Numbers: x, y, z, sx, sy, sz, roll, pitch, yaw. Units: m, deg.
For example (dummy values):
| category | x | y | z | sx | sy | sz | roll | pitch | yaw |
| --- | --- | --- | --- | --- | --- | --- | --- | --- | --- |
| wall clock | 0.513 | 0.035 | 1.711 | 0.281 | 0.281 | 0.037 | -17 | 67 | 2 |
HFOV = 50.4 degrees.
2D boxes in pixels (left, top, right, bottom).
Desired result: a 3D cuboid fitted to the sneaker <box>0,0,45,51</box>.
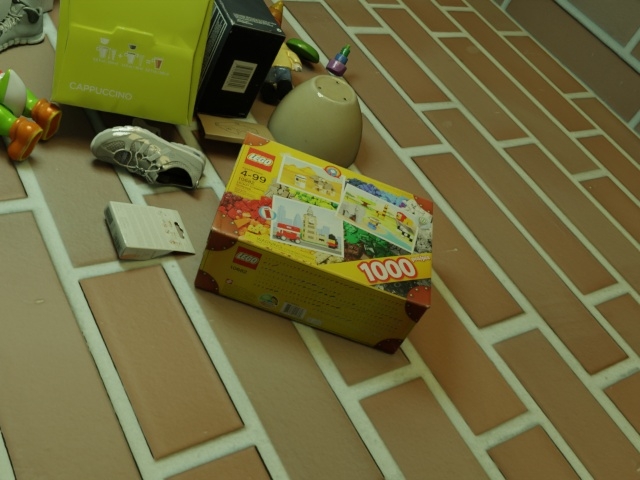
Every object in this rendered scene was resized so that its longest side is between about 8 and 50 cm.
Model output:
| category | x | y | z | sx | sy | sz | roll | pitch | yaw |
| --- | --- | --- | --- | --- | --- | --- | --- | --- | --- |
| sneaker | -0.840 | -0.584 | 1.810 | 0.086 | 0.132 | 0.229 | 40 | 43 | 14 |

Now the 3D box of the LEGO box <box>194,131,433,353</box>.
| category | x | y | z | sx | sy | sz | roll | pitch | yaw |
| --- | --- | --- | --- | --- | --- | --- | --- | --- | --- |
| LEGO box | 0.000 | 0.000 | 1.612 | 0.500 | 0.193 | 0.372 | 20 | 43 | -8 |

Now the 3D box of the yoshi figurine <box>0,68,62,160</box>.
| category | x | y | z | sx | sy | sz | roll | pitch | yaw |
| --- | --- | --- | --- | --- | --- | --- | --- | --- | --- |
| yoshi figurine | -0.811 | -0.330 | 1.584 | 0.362 | 0.203 | 0.203 | 36 | 81 | -11 |

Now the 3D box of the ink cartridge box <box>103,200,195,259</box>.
| category | x | y | z | sx | sy | sz | roll | pitch | yaw |
| --- | --- | --- | --- | --- | --- | --- | --- | --- | --- |
| ink cartridge box | -0.392 | -0.018 | 1.559 | 0.179 | 0.045 | 0.145 | 9 | 41 | -45 |

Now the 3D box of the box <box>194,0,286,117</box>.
| category | x | y | z | sx | sy | sz | roll | pitch | yaw |
| --- | --- | --- | --- | --- | --- | --- | --- | --- | --- |
| box | -0.275 | -0.563 | 1.945 | 0.183 | 0.296 | 0.294 | 0 | 48 | -37 |

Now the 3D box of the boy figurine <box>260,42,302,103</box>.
| category | x | y | z | sx | sy | sz | roll | pitch | yaw |
| --- | --- | --- | --- | --- | --- | --- | --- | --- | --- |
| boy figurine | -0.148 | -0.548 | 2.159 | 0.177 | 0.092 | 0.285 | -8 | 43 | 2 |

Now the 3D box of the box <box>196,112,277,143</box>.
| category | x | y | z | sx | sy | sz | roll | pitch | yaw |
| --- | --- | --- | --- | --- | --- | --- | --- | --- | --- |
| box | -0.233 | -0.302 | 1.883 | 0.201 | 0.021 | 0.164 | 7 | 25 | -22 |

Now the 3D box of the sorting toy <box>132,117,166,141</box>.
| category | x | y | z | sx | sy | sz | roll | pitch | yaw |
| --- | --- | --- | --- | --- | --- | --- | --- | --- | --- |
| sorting toy | -0.445 | -0.275 | 1.776 | 0.075 | 0.045 | 0.083 | -4 | 50 | -40 |

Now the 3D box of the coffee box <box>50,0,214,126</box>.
| category | x | y | z | sx | sy | sz | roll | pitch | yaw |
| --- | --- | --- | --- | --- | --- | --- | --- | --- | --- |
| coffee box | -0.473 | -0.515 | 1.707 | 0.338 | 0.338 | 0.334 | 8 | 24 | -19 |

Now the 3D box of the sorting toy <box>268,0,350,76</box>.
| category | x | y | z | sx | sy | sz | roll | pitch | yaw |
| --- | --- | --- | --- | --- | --- | --- | --- | --- | --- |
| sorting toy | -0.055 | -0.693 | 2.292 | 0.366 | 0.126 | 0.127 | 29 | 0 | 3 |

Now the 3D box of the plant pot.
| category | x | y | z | sx | sy | sz | roll | pitch | yaw |
| --- | --- | --- | --- | --- | --- | --- | --- | --- | --- |
| plant pot | 0.007 | -0.368 | 1.985 | 0.284 | 0.191 | 0.284 | 14 | 43 | -13 |

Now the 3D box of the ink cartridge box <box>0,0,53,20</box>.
| category | x | y | z | sx | sy | sz | roll | pitch | yaw |
| --- | --- | --- | --- | --- | --- | --- | --- | --- | --- |
| ink cartridge box | -0.907 | -0.729 | 1.930 | 0.207 | 0.119 | 0.353 | 37 | 43 | 9 |

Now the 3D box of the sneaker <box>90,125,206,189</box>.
| category | x | y | z | sx | sy | sz | roll | pitch | yaw |
| --- | --- | --- | --- | --- | --- | --- | --- | --- | --- |
| sneaker | -0.417 | -0.196 | 1.660 | 0.281 | 0.105 | 0.115 | 10 | 44 | -19 |
